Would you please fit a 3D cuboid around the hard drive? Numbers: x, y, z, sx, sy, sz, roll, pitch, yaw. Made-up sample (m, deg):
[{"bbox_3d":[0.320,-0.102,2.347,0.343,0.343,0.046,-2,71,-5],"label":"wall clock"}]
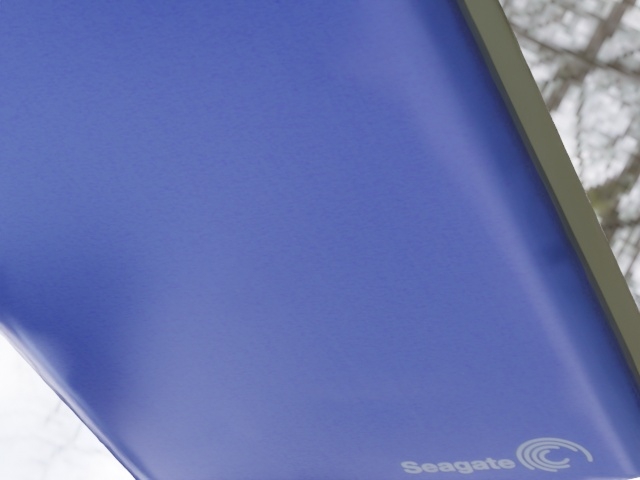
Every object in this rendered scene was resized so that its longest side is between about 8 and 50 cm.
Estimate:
[{"bbox_3d":[-0.032,-0.017,0.522,0.319,0.210,0.040,57,-145,-45],"label":"hard drive"}]
